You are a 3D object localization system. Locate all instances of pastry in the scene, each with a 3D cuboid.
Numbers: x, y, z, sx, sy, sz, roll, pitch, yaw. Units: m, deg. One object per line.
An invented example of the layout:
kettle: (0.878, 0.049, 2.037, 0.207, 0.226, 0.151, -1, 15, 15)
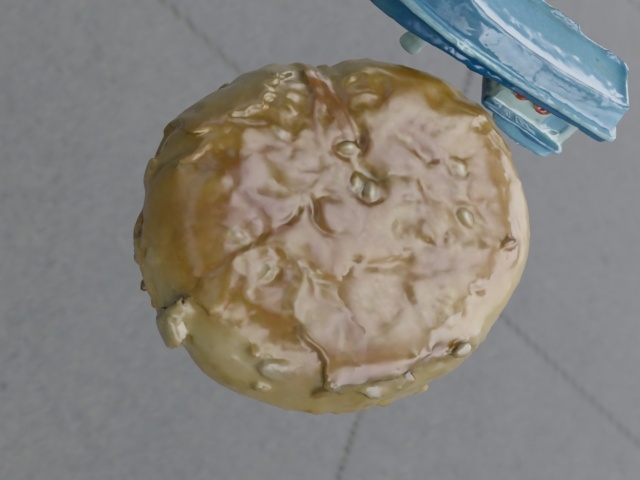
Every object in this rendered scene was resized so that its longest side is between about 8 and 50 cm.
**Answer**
pastry: (0.000, 0.000, 1.434, 0.316, 0.184, 0.284, -16, 80, -21)

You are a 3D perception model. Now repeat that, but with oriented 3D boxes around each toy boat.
toy boat: (0.142, -0.155, 1.492, 0.238, 0.098, 0.109, 32, 39, -21)
